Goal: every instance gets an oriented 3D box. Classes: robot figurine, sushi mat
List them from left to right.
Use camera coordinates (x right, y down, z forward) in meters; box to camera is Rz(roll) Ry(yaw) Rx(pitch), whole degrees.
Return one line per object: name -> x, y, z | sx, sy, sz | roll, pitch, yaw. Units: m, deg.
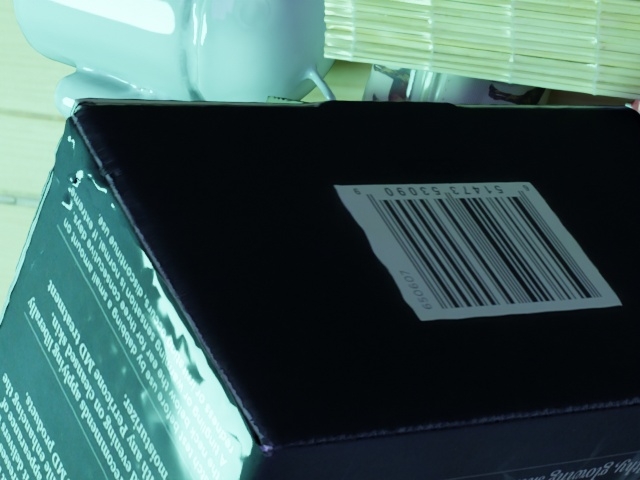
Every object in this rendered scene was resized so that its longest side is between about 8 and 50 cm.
robot figurine -> -0.121, -0.225, 1.467 | 0.353, 0.200, 0.300 | 20, 88, 18
sushi mat -> 0.148, -0.192, 1.265 | 0.316, 0.019, 0.151 | 11, 100, 25

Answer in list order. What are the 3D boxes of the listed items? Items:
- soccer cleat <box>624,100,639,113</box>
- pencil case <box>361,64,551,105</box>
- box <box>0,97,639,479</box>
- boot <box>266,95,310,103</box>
soccer cleat -> 0.318, -0.181, 1.371 | 0.095, 0.083, 0.248 | 21, 100, 13
pencil case -> 0.125, -0.184, 1.386 | 0.160, 0.183, 0.410 | 23, 104, 29
box -> 0.020, 0.172, 1.186 | 0.297, 0.480, 0.472 | 58, 136, 36
boot -> 0.002, 0.000, 1.331 | 0.190, 0.076, 0.208 | 15, 93, 52
